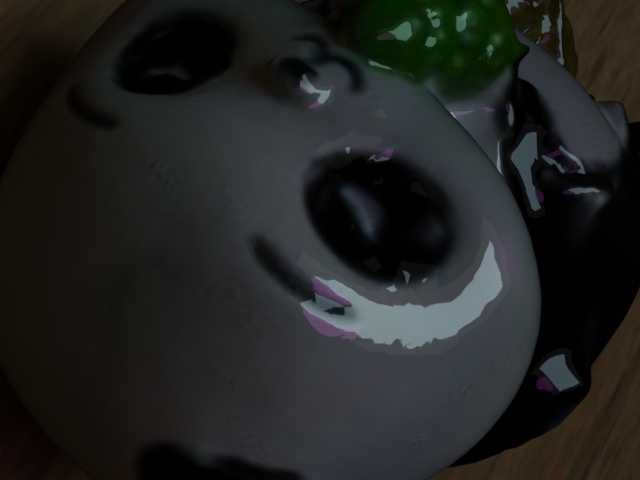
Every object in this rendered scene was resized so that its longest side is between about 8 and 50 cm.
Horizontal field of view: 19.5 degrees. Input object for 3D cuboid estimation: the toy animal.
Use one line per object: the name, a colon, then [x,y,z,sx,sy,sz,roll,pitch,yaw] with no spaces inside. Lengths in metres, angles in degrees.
toy animal: [0.004,-0.007,0.701,0.266,0.212,0.213,-7,92,-61]

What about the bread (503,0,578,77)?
bread: [0.084,-0.198,0.939,0.084,0.077,0.368,-5,88,-25]
